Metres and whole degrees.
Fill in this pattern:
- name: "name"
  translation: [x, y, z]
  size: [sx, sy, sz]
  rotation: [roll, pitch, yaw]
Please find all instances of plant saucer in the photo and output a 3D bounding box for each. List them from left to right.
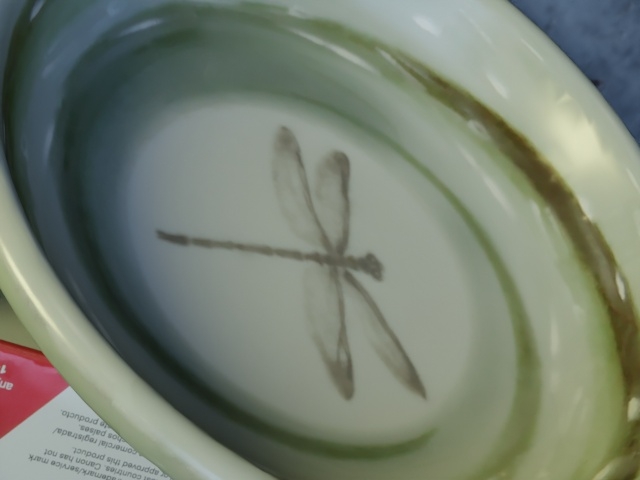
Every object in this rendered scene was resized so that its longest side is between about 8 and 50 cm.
- name: "plant saucer"
  translation: [0.000, 0.000, 0.879]
  size: [0.400, 0.400, 0.100]
  rotation: [22, 134, -21]

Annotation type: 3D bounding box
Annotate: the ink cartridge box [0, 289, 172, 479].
- name: "ink cartridge box"
  translation: [-0.174, 0.155, 0.916]
  size: [0.197, 0.114, 0.273]
  rotation: [19, 106, -20]
